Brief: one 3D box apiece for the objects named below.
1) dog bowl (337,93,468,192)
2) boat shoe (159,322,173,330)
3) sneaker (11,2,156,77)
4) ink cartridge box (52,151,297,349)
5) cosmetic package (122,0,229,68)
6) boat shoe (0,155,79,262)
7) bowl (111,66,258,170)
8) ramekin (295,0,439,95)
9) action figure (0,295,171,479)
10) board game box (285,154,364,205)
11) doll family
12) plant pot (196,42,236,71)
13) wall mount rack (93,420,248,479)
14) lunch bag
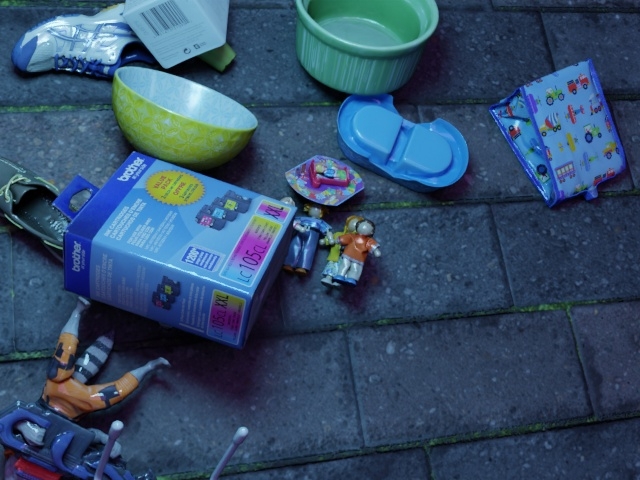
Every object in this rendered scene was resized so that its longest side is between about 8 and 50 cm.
[{"bbox_3d":[0.169,-0.206,1.818,0.297,0.074,0.165,24,66,-5],"label":"dog bowl"},{"bbox_3d":[-0.268,0.107,1.610,0.049,0.040,0.142,24,66,5],"label":"boat shoe"},{"bbox_3d":[-0.466,-0.384,1.704,0.297,0.112,0.131,-24,78,-20],"label":"sneaker"},{"bbox_3d":[-0.271,0.002,1.497,0.396,0.151,0.270,17,39,5],"label":"ink cartridge box"},{"bbox_3d":[-0.287,-0.481,1.709,0.151,0.151,0.183,-16,48,20],"label":"cosmetic package"},{"bbox_3d":[-0.545,-0.074,1.579,0.305,0.091,0.109,39,66,2],"label":"boat shoe"},{"bbox_3d":[-0.281,-0.210,1.644,0.290,0.289,0.156,21,110,-6],"label":"bowl"},{"bbox_3d":[0.088,-0.450,1.808,0.304,0.148,0.303,5,51,-7],"label":"ramekin"},{"bbox_3d":[-0.409,0.317,1.467,0.341,0.179,0.330,45,69,-28],"label":"action figure"},{"bbox_3d":[0.015,-0.136,1.732,0.133,0.033,0.169,35,42,20],"label":"board game box"},{"bbox_3d":[0.000,0.000,1.693,0.263,0.118,0.163,17,72,12],"label":"doll family"},{"bbox_3d":[-0.223,-0.403,1.795,0.079,0.083,0.083,42,66,-9],"label":"plant pot"},{"bbox_3d":[-0.262,0.428,1.382,0.350,0.130,0.304,8,95,-23],"label":"wall mount rack"},{"bbox_3d":[0.559,-0.228,1.905,0.221,0.138,0.293,-24,87,-24],"label":"lunch bag"}]
